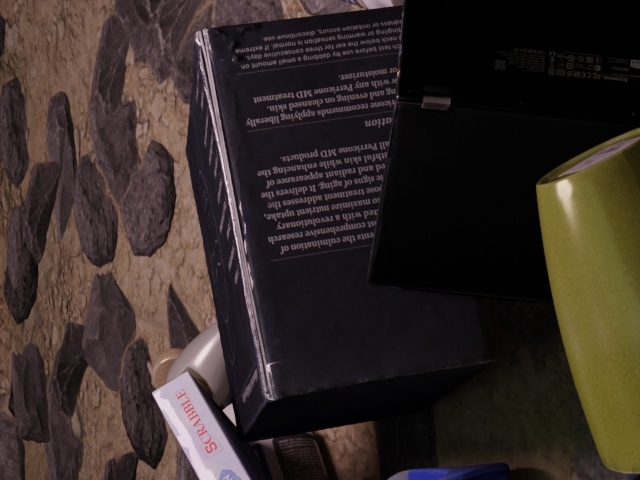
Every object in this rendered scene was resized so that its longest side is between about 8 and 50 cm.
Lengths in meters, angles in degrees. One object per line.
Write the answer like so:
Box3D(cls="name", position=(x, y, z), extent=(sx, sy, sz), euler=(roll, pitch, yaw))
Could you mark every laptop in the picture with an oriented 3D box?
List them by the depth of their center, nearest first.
Box3D(cls="laptop", position=(0.266, -0.153, 1.563), extent=(0.236, 0.382, 0.408), euler=(103, 172, -74))

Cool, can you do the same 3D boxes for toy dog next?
Box3D(cls="toy dog", position=(-0.137, 0.202, 2.333), extent=(0.333, 0.161, 0.220), euler=(-35, 27, 28))

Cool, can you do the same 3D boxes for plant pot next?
Box3D(cls="plant pot", position=(0.347, 0.041, 1.410), extent=(0.275, 0.275, 0.293), euler=(-22, 98, 55))

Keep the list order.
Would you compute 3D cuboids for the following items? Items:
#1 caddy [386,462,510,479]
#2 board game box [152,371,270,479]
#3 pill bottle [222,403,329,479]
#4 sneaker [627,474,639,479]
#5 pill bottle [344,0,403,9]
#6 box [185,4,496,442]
Box3D(cls="caddy", position=(0.132, 0.406, 1.887), extent=(0.341, 0.241, 0.179), euler=(-45, 60, 48))
Box3D(cls="board game box", position=(-0.102, 0.380, 2.005), extent=(0.319, 0.066, 0.318), euler=(56, 176, 27))
Box3D(cls="pill bottle", position=(-0.067, 0.398, 2.259), extent=(0.162, 0.162, 0.278), euler=(-49, 52, 47))
Box3D(cls="sneaker", position=(0.386, 0.265, 1.585), extent=(0.112, 0.131, 0.319), euler=(-35, 63, 52))
Box3D(cls="pill bottle", position=(0.082, -0.387, 2.038), extent=(0.169, 0.094, 0.094), euler=(32, 118, 52))
Box3D(cls="box", position=(0.000, 0.000, 1.871), extent=(0.480, 0.297, 0.472), euler=(117, 144, -75))
